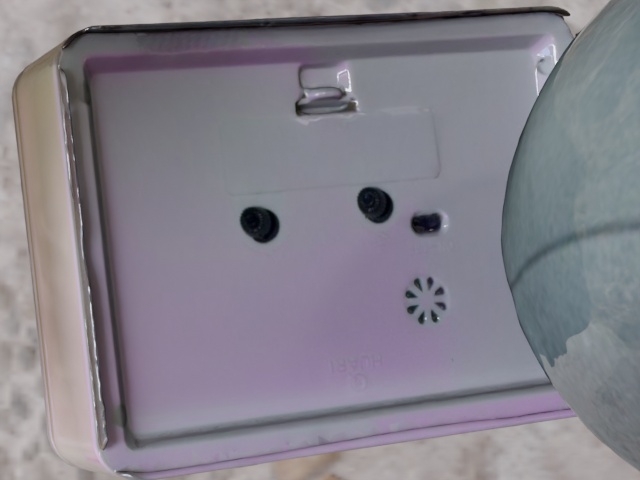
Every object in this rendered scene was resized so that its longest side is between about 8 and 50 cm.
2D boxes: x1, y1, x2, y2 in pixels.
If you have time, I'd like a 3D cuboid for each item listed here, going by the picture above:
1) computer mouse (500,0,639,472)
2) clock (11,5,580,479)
[{"bbox_3d":[0.203,-0.009,0.446,0.371,0.122,0.188,10,74,29],"label":"computer mouse"},{"bbox_3d":[0.000,0.000,0.663,0.071,0.192,0.147,170,93,-65],"label":"clock"}]
